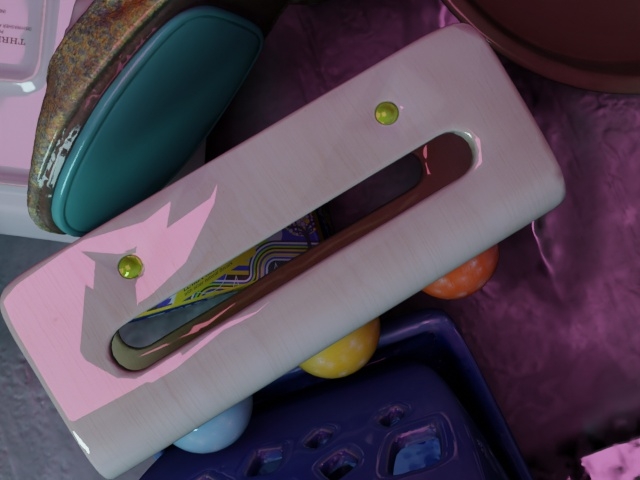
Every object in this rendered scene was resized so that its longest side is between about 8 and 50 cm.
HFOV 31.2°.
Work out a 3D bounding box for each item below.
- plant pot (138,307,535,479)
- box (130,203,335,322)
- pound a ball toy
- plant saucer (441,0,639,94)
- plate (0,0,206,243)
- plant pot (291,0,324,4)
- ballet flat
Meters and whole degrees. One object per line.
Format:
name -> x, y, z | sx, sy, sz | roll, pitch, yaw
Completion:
plant pot -> 0.020, 0.187, 0.656 | 0.236, 0.212, 0.236 | -21, 124, 14
box -> -0.076, 0.011, 0.784 | 0.169, 0.054, 0.059 | -16, 87, 13
pound a ball toy -> 0.000, 0.000, 0.653 | 0.319, 0.208, 0.135 | -31, 94, -7
plant saucer -> 0.176, -0.223, 0.692 | 0.278, 0.041, 0.277 | 0, 86, -6
plate -> -0.206, -0.138, 0.746 | 0.277, 0.045, 0.277 | 7, 93, 7
plant pot -> 0.007, -0.206, 0.742 | 0.109, 0.109, 0.096 | -7, 99, 13
ballet flat -> -0.069, -0.159, 0.656 | 0.123, 0.123, 0.348 | 42, 104, 10
